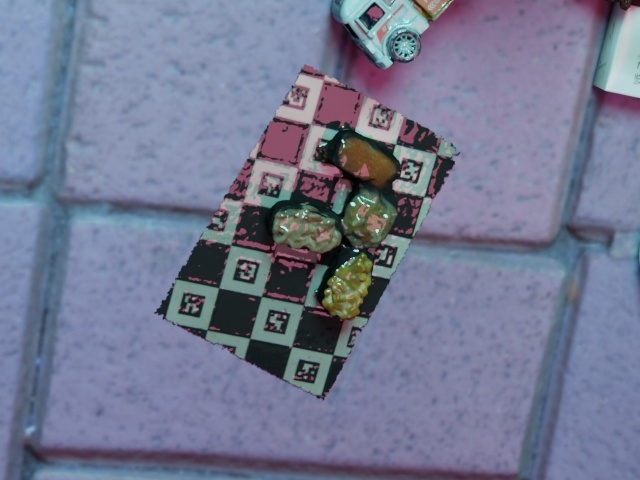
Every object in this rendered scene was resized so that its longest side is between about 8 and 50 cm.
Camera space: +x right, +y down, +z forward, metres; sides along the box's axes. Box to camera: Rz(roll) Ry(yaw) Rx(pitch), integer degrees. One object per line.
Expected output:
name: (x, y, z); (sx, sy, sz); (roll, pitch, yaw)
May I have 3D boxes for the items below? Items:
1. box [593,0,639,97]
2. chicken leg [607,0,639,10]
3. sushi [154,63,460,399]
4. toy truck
box: (0.342, -0.171, 1.639); (0.154, 0.040, 0.084); (9, 105, -17)
chicken leg: (0.314, -0.237, 1.595); (0.205, 0.093, 0.053); (7, 141, -9)
sushi: (0.000, 0.000, 1.606); (0.192, 0.043, 0.279); (28, 98, -20)
toy truck: (0.080, -0.246, 1.531); (0.115, 0.080, 0.177); (41, 93, -16)
